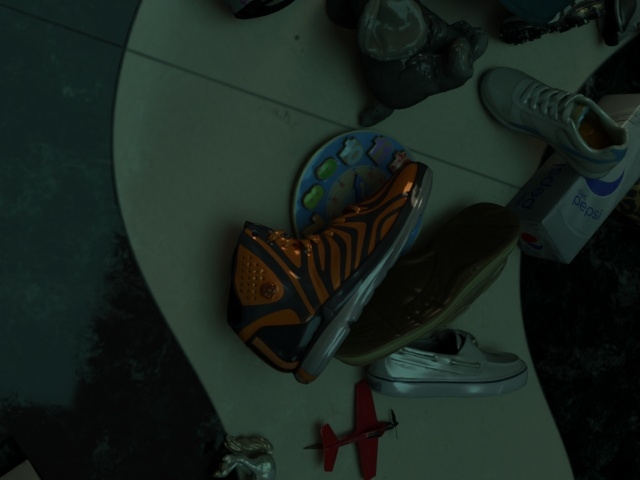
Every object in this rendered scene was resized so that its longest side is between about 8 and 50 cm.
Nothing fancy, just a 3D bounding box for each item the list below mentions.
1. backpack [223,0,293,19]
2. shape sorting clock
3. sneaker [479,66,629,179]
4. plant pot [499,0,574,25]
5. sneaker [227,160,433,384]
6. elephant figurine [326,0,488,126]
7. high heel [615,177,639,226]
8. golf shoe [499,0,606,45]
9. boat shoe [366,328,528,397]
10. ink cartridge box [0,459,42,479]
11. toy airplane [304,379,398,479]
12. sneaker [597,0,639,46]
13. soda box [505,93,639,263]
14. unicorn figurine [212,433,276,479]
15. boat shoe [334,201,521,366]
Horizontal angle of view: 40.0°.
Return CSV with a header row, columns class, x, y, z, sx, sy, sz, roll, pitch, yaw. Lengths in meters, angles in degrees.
class,x,y,z,sx,sy,sz,roll,pitch,yaw
backpack,-0.053,-0.341,1.029,0.182,0.152,0.115,-40,99,-16
shape sorting clock,0.056,-0.046,1.183,0.206,0.040,0.206,-5,99,-29
sneaker,0.334,-0.183,1.251,0.228,0.092,0.087,33,72,6
plant pot,0.315,-0.451,1.084,0.271,0.255,0.272,26,50,-36
sneaker,0.000,0.000,1.084,0.180,0.124,0.321,34,72,2
elephant figurine,0.087,-0.294,1.101,0.239,0.169,0.186,45,60,-33
high heel,0.542,-0.017,1.469,0.093,0.186,0.261,-76,165,-46
golf shoe,0.326,-0.344,1.282,0.198,0.077,0.094,-23,97,-32
boat shoe,0.189,0.169,1.267,0.267,0.096,0.088,3,101,-22
ink cartridge box,-0.331,0.326,0.986,0.090,0.092,0.143,-34,113,-22
toy airplane,0.048,0.274,1.234,0.151,0.028,0.151,-4,98,-29
sneaker,0.506,-0.335,1.384,0.228,0.086,0.132,43,83,-20
soda box,0.408,-0.100,1.345,0.286,0.098,0.091,-46,116,-15
unicorn figurine,-0.084,0.335,1.148,0.111,0.060,0.162,2,97,-30
boat shoe,0.146,0.078,1.204,0.341,0.121,0.110,-32,143,-24
